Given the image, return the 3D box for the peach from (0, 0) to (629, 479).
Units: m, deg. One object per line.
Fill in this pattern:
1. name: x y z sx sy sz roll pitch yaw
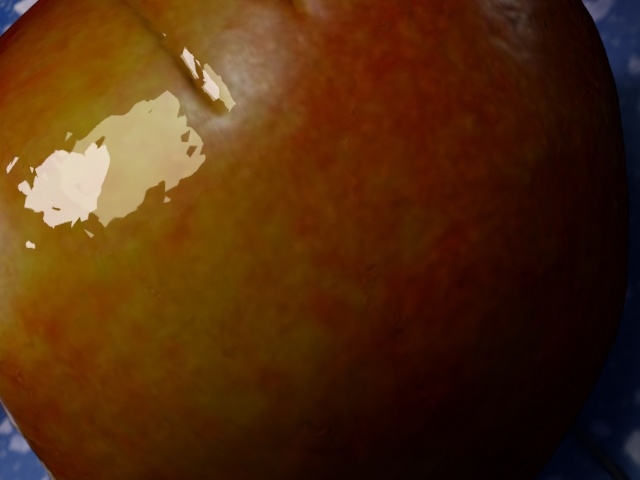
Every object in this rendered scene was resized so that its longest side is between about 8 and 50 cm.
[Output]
1. peach: 0.000 0.000 0.699 0.275 0.248 0.245 -34 82 -4
